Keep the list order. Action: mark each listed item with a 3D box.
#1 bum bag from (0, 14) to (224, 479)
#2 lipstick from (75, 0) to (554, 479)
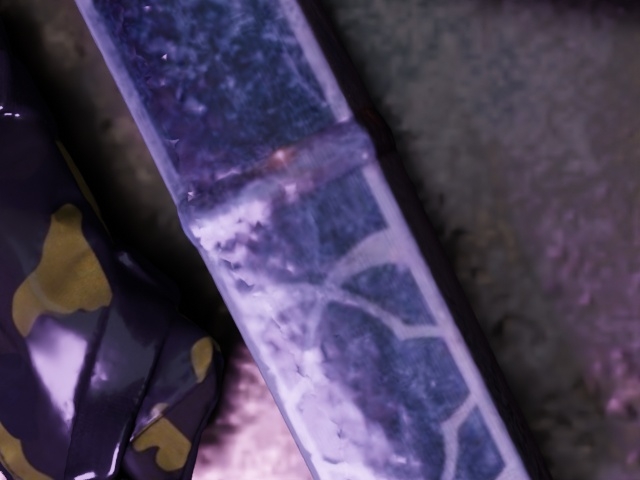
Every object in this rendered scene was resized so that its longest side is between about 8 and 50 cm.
[{"bbox_3d":[-0.117,0.007,0.503,0.106,0.060,0.232,-38,86,18],"label":"bum bag"},{"bbox_3d":[0.000,0.000,0.479,0.077,0.076,0.290,-26,92,7],"label":"lipstick"}]
